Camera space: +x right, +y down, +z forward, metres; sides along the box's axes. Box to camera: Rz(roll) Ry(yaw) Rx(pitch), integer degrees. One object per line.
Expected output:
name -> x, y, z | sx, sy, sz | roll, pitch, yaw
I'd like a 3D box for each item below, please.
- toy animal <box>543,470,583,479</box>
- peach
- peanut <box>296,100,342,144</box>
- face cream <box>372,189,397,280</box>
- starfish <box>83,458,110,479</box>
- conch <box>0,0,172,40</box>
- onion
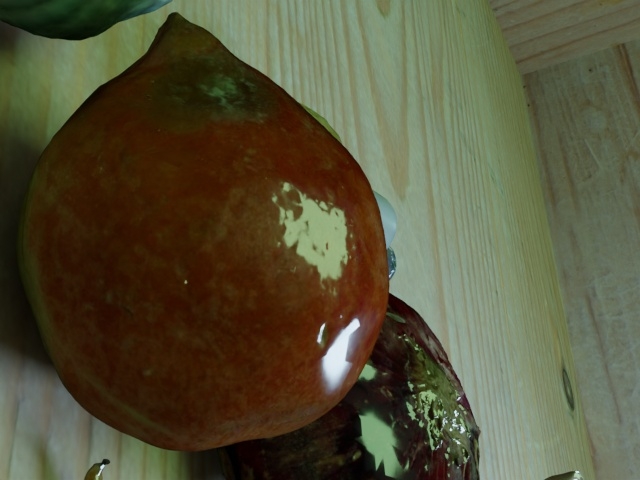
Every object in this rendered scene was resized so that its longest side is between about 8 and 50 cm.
toy animal -> 0.198, 0.411, 1.101 | 0.213, 0.195, 0.256 | 5, 64, -34
peach -> -0.072, -0.008, 0.607 | 0.232, 0.232, 0.256 | -10, 103, -70
peanut -> -0.044, -0.086, 0.925 | 0.103, 0.098, 0.229 | 36, 10, 19
face cream -> 0.000, 0.000, 0.918 | 0.071, 0.144, 0.291 | 64, 14, 20
starfish -> -0.139, 0.264, 0.437 | 0.293, 0.084, 0.301 | 14, 67, -69
conch -> -0.185, -0.252, 0.583 | 0.277, 0.195, 0.220 | 45, 7, -13
onion -> 0.020, 0.152, 0.791 | 0.246, 0.190, 0.246 | 39, 30, -28
